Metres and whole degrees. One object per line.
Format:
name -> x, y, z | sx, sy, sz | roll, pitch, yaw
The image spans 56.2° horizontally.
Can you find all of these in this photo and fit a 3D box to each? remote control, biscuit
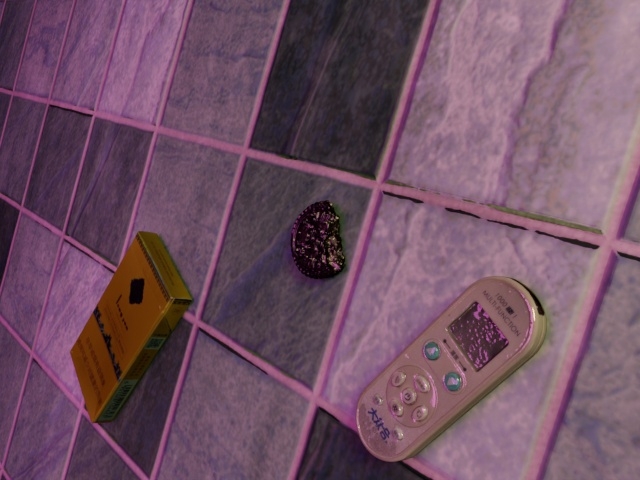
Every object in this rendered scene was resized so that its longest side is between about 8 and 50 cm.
remote control -> 0.114, 0.121, 0.546 | 0.221, 0.042, 0.078 | -50, 51, 23
biscuit -> 0.000, 0.000, 0.686 | 0.089, 0.027, 0.087 | 44, 112, 40

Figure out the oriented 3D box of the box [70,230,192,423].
box -> -0.308, 0.138, 0.940 | 0.279, 0.041, 0.153 | -54, 50, 21
